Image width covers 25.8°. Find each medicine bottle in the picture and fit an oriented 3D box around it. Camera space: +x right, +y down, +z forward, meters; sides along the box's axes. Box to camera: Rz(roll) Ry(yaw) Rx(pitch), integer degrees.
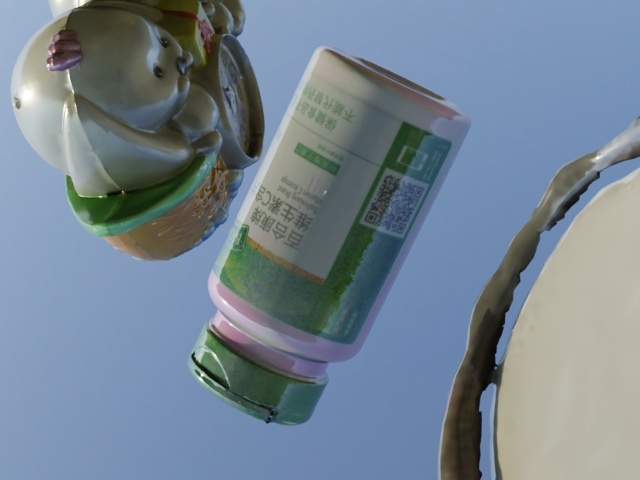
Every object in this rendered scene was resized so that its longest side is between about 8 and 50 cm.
[{"bbox_3d":[0.000,0.000,1.062,0.133,0.274,0.133,24,-170,-5],"label":"medicine bottle"}]

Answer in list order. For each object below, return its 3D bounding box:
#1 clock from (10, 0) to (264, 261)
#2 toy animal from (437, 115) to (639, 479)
[{"bbox_3d":[-0.097,-0.092,0.738,0.103,0.144,0.231,-12,-137,12],"label":"clock"},{"bbox_3d":[0.145,0.067,0.272,0.154,0.209,0.325,19,-159,-22],"label":"toy animal"}]
